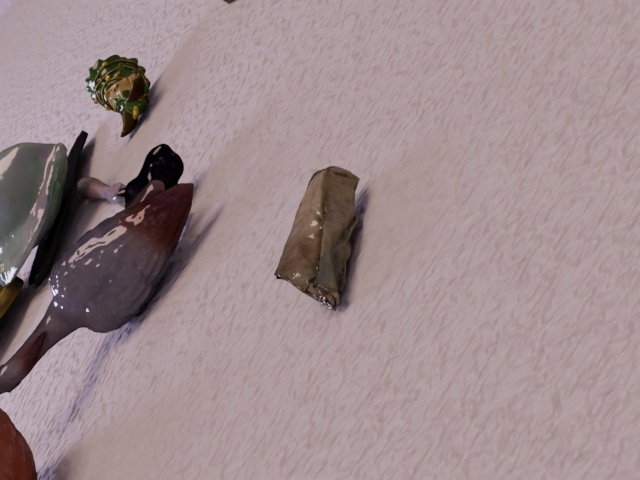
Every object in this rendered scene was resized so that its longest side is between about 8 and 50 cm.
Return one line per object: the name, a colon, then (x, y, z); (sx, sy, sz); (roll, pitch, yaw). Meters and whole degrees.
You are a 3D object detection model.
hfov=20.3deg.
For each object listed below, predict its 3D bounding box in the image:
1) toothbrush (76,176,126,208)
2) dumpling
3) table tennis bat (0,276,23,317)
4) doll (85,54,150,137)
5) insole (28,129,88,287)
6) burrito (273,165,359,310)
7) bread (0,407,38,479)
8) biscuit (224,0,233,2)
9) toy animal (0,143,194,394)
toothbrush: (-0.249, -0.056, 2.069); (0.025, 0.029, 0.307); (-58, 16, -5)
dumpling: (-0.356, -0.029, 2.136); (0.105, 0.149, 0.216); (-14, -21, -47)
table tennis bat: (-0.462, 0.170, 2.154); (0.321, 0.050, 0.198); (-50, 11, 1)
doll: (-0.228, -0.176, 2.188); (0.113, 0.076, 0.078); (38, 122, 43)
insole: (-0.325, -0.044, 2.237); (0.110, 0.012, 0.309); (-59, 15, 26)
burrito: (0.000, 0.000, 1.328); (0.055, 0.041, 0.149); (-27, 32, 31)
bread: (-0.344, 0.253, 1.585); (0.190, 0.123, 0.244); (-16, 45, 16)
biscuit: (-0.062, -0.347, 2.083); (0.205, 0.031, 0.138); (-39, 25, 44)
toy animal: (-0.212, 0.042, 1.707); (0.324, 0.090, 0.195); (-53, 10, -22)
